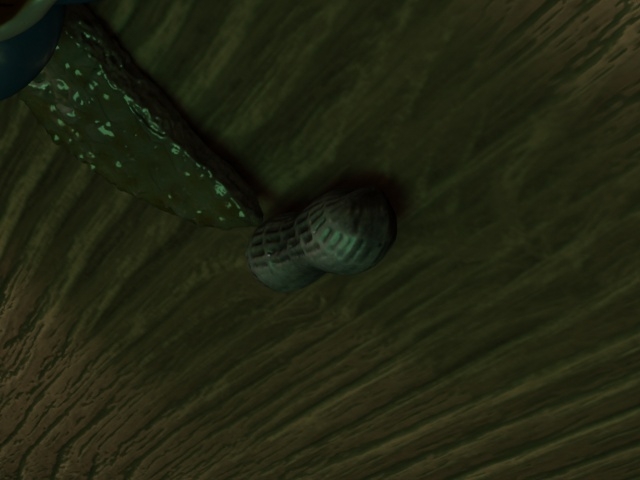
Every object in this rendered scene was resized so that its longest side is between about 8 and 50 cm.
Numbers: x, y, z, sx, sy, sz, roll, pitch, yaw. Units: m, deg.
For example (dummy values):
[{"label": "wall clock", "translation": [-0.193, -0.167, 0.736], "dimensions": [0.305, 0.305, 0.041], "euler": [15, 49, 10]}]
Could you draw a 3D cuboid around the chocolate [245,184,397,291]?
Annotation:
[{"label": "chocolate", "translation": [0.000, 0.000, 1.057], "dimensions": [0.072, 0.072, 0.167], "euler": [46, 142, -22]}]

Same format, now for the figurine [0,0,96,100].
[{"label": "figurine", "translation": [-0.221, -0.245, 0.819], "dimensions": [0.298, 0.243, 0.416], "euler": [19, 165, -1]}]

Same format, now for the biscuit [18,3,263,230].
[{"label": "biscuit", "translation": [-0.180, -0.103, 1.082], "dimensions": [0.290, 0.038, 0.141], "euler": [46, 142, -19]}]
